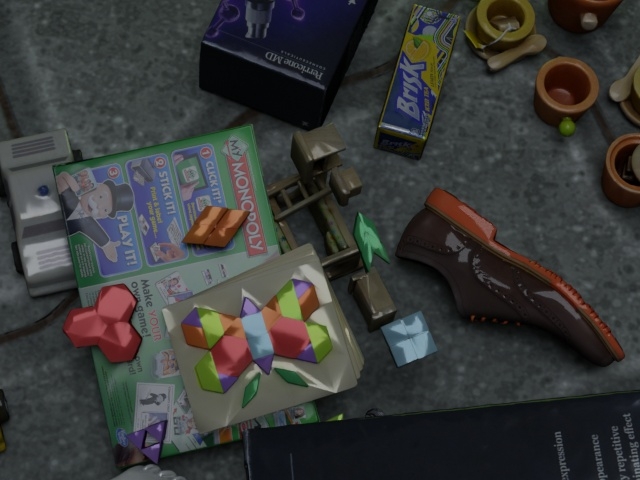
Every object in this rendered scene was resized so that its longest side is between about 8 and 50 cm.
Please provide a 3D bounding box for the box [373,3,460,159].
[{"bbox_3d":[0.110,-0.181,1.781,0.059,0.054,0.169,16,67,2],"label":"box"}]

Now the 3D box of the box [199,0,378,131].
[{"bbox_3d":[-0.030,-0.250,1.770,0.153,0.108,0.207,21,67,4],"label":"box"}]

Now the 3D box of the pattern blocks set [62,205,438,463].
[{"bbox_3d":[-0.062,0.100,1.567,0.324,0.026,0.285,-32,86,-4],"label":"pattern blocks set"}]

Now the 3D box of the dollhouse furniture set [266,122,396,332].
[{"bbox_3d":[0.000,0.000,1.637,0.101,0.161,0.182,-22,70,-13],"label":"dollhouse furniture set"}]

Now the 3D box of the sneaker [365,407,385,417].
[{"bbox_3d":[0.135,0.269,1.565,0.268,0.101,0.153,26,70,9],"label":"sneaker"}]

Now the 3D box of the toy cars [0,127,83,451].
[{"bbox_3d":[-0.337,0.043,1.631,0.176,0.087,0.394,24,67,5],"label":"toy cars"}]

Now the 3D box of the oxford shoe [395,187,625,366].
[{"bbox_3d":[0.203,0.061,1.679,0.271,0.097,0.098,38,89,16],"label":"oxford shoe"}]

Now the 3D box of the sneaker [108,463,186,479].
[{"bbox_3d":[-0.158,0.265,1.550,0.258,0.094,0.091,-2,59,-10],"label":"sneaker"}]

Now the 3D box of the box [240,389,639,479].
[{"bbox_3d":[0.143,0.315,1.371,0.395,0.212,0.294,-5,63,2],"label":"box"}]

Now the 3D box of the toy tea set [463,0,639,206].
[{"bbox_3d":[0.322,-0.204,1.769,0.200,0.124,0.336,-31,73,-16],"label":"toy tea set"}]

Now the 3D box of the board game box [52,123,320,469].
[{"bbox_3d":[-0.139,0.057,1.612,0.213,0.046,0.317,-12,84,-6],"label":"board game box"}]
